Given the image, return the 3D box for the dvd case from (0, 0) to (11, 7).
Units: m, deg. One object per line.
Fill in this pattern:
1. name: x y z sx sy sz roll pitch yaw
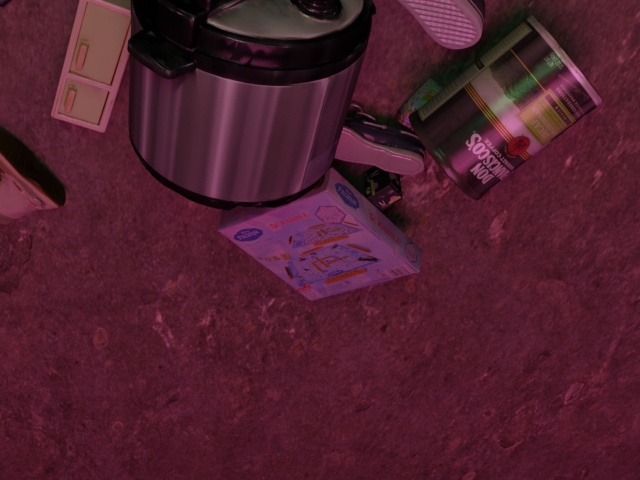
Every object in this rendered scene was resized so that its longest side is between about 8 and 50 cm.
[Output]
1. dvd case: -0.544 -0.500 1.263 0.165 0.018 0.221 -26 131 24

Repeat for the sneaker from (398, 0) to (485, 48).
1. sneaker: 0.162 -0.449 1.249 0.126 0.127 0.321 -6 150 34

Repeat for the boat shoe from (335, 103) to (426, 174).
1. boat shoe: 0.088 -0.204 1.541 0.255 0.079 0.095 14 150 -5

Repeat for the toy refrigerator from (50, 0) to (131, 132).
1. toy refrigerator: -0.395 -0.326 1.392 0.102 0.094 0.269 17 133 -19

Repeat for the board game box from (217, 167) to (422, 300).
1. board game box: 0.000 0.000 1.704 0.319 0.065 0.318 -17 136 37

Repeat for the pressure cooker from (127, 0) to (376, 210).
1. pressure cooker: -0.109 -0.303 1.231 0.376 0.369 0.420 4 139 -12

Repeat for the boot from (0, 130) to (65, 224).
1. boot: -0.651 -0.121 1.608 0.165 0.077 0.213 -17 137 18

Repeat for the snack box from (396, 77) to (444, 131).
1. snack box: 0.236 -0.242 1.540 0.141 0.037 0.100 26 127 -26

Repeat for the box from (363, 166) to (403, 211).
1. box: 0.129 -0.114 1.635 0.062 0.083 0.052 -30 129 26

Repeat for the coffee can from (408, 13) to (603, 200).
1. coffee can: 0.325 -0.234 1.402 0.275 0.201 0.201 -39 125 19
